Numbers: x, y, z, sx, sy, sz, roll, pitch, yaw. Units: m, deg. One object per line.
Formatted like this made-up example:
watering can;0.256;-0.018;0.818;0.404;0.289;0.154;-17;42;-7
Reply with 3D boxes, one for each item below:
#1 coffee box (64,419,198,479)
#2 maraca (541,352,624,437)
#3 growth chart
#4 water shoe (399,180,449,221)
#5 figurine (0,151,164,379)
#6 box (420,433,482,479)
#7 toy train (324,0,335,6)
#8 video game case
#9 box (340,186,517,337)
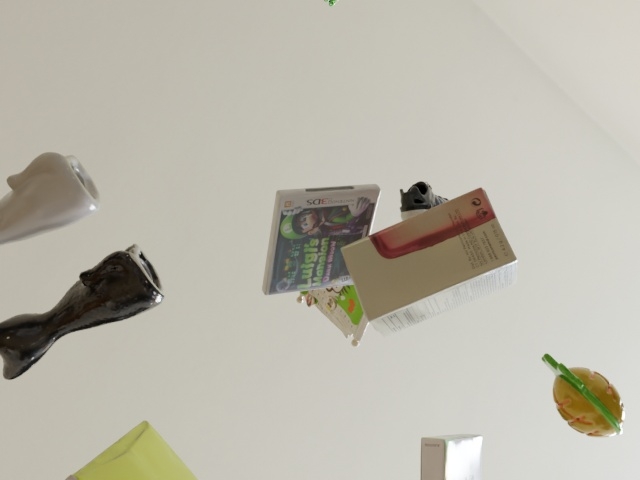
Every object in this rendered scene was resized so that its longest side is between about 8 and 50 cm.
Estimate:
coffee box;-0.341;0.555;1.145;0.334;0.338;0.338;-42;-94;2
maraca;0.432;0.255;1.173;0.099;0.127;0.186;-45;-69;-5
growth chart;0.035;0.106;1.478;0.021;0.237;0.172;-4;-63;-37
water shoe;0.224;-0.085;1.469;0.203;0.072;0.080;-16;-82;-61
figurine;-0.318;0.033;0.789;0.209;0.092;0.215;-31;-63;-4
box;0.292;0.545;1.552;0.322;0.058;0.233;28;-119;-62
toy train;0.000;-0.287;0.790;0.023;0.017;0.083;-44;-25;14
video game case;0.000;0.000;1.134;0.173;0.022;0.190;-6;-54;-24
box;0.168;0.039;1.085;0.232;0.148;0.127;-23;-111;7
